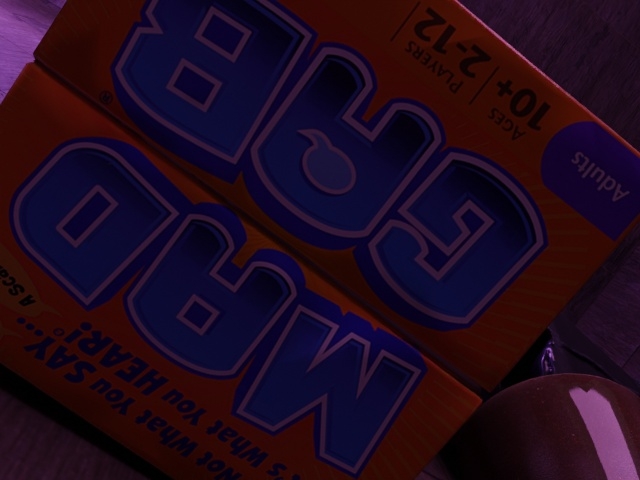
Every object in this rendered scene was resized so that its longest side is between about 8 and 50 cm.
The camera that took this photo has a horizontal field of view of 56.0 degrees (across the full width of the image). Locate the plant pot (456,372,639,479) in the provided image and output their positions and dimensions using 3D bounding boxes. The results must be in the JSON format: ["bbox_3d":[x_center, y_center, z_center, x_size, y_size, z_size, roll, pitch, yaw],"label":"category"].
[{"bbox_3d":[0.251,0.281,0.558,0.215,0.215,0.230,33,23,-12],"label":"plant pot"}]

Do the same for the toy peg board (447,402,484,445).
[{"bbox_3d":[0.187,0.200,0.861,0.160,0.161,0.079,25,-8,-38],"label":"toy peg board"}]

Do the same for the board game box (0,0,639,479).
[{"bbox_3d":[-0.030,-0.037,0.544,0.356,0.356,0.356,37,9,-7],"label":"board game box"}]

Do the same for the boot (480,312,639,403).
[{"bbox_3d":[0.387,0.281,0.794,0.445,0.146,0.367,37,27,-38],"label":"boot"}]
